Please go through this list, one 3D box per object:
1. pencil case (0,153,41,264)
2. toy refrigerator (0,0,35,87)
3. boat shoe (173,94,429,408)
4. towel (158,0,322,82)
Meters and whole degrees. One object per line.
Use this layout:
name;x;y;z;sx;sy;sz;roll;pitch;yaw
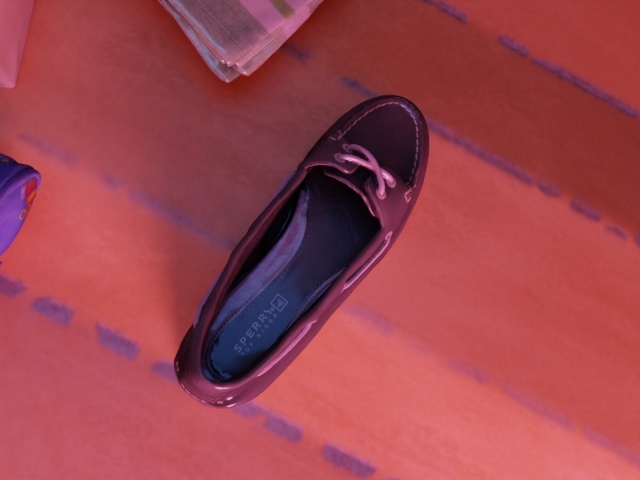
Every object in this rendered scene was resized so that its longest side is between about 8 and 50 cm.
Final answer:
pencil case;-0.378;-0.066;0.579;0.306;0.133;0.119;28;37;-4
toy refrigerator;-0.293;-0.281;0.645;0.094;0.102;0.269;9;78;-8
boat shoe;0.000;0.000;0.641;0.112;0.095;0.335;37;76;-1
towel;-0.050;-0.327;0.689;0.248;0.038;0.325;48;67;-8
